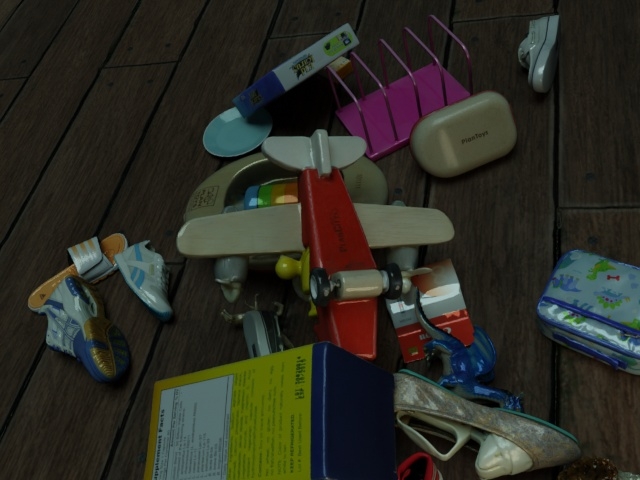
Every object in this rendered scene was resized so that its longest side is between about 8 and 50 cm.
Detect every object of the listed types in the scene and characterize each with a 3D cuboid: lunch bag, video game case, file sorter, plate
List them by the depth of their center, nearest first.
[{"bbox_3d":[0.496,0.122,1.217,0.219,0.090,0.176,24,66,33],"label":"lunch bag"},{"bbox_3d":[0.185,-0.364,1.643,0.290,0.182,0.202,-27,50,-4],"label":"file sorter"},{"bbox_3d":[-0.066,-0.412,1.730,0.244,0.061,0.269,-38,13,-24],"label":"video game case"},{"bbox_3d":[-0.209,-0.276,1.805,0.188,0.024,0.188,-10,50,11],"label":"plate"}]

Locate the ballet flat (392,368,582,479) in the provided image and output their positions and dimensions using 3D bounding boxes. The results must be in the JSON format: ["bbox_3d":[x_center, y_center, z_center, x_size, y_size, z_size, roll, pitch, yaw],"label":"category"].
[{"bbox_3d":[0.234,0.306,1.094,0.316,0.107,0.106,16,51,25],"label":"ballet flat"}]

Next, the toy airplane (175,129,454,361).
[{"bbox_3d":[0.000,0.000,1.238,0.386,0.272,0.384,33,54,9],"label":"toy airplane"}]

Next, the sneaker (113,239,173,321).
[{"bbox_3d":[-0.369,0.082,1.531,0.092,0.087,0.229,-33,52,-12],"label":"sneaker"}]

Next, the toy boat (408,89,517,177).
[{"bbox_3d":[0.305,-0.237,1.553,0.231,0.151,0.151,-22,19,-1],"label":"toy boat"}]

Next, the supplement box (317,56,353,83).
[{"bbox_3d":[0.030,-0.463,1.868,0.062,0.036,0.098,-41,52,-17],"label":"supplement box"}]

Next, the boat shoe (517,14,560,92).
[{"bbox_3d":[0.509,-0.443,1.661,0.088,0.096,0.267,3,53,25],"label":"boat shoe"}]

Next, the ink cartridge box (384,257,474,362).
[{"bbox_3d":[0.202,0.129,1.335,0.145,0.045,0.179,-17,47,5],"label":"ink cartridge box"}]

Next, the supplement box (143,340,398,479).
[{"bbox_3d":[-0.080,0.306,1.098,0.356,0.195,0.194,-18,56,31],"label":"supplement box"}]

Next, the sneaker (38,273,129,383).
[{"bbox_3d":[-0.501,0.208,1.478,0.131,0.112,0.296,-44,49,4],"label":"sneaker"}]

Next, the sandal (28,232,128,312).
[{"bbox_3d":[-0.562,0.065,1.612,0.265,0.076,0.102,-37,51,-13],"label":"sandal"}]

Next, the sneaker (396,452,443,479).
[{"bbox_3d":[0.115,0.422,1.072,0.087,0.128,0.221,11,56,25],"label":"sneaker"}]

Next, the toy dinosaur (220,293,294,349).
[{"bbox_3d":[-0.106,0.167,1.412,0.183,0.053,0.093,23,80,18],"label":"toy dinosaur"}]

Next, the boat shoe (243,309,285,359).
[{"bbox_3d":[-0.087,0.232,1.316,0.070,0.078,0.219,-1,66,-29],"label":"boat shoe"}]

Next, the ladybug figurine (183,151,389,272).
[{"bbox_3d":[-0.071,-0.054,1.490,0.449,0.162,0.305,-2,53,16],"label":"ladybug figurine"}]

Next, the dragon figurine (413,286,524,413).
[{"bbox_3d":[0.257,0.206,1.225,0.144,0.085,0.289,-16,54,2],"label":"dragon figurine"}]

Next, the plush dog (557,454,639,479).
[{"bbox_3d":[0.424,0.394,0.929,0.210,0.225,0.262,-38,51,-13],"label":"plush dog"}]
